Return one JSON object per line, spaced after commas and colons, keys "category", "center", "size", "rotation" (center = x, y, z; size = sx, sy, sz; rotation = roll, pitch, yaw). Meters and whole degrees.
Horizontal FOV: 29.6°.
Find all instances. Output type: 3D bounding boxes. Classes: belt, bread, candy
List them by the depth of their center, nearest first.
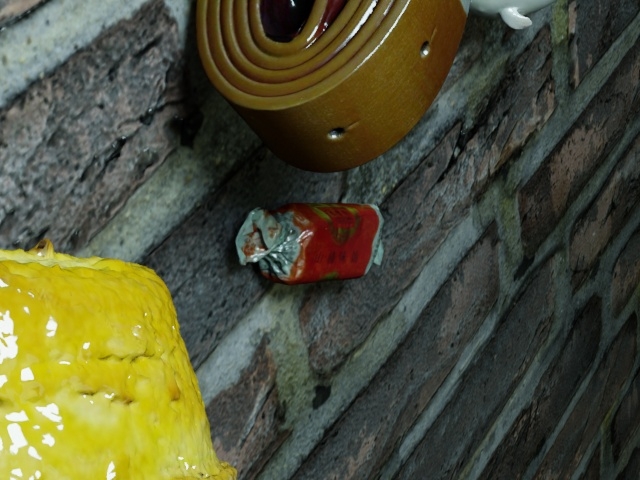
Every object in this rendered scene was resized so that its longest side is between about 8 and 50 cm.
{"category": "bread", "center": [-0.237, 0.107, 0.669], "size": [0.358, 0.336, 0.204], "rotation": [-4, 82, -60]}
{"category": "belt", "center": [0.020, -0.232, 1.020], "size": [0.122, 0.217, 0.339], "rotation": [48, 53, -54]}
{"category": "candy", "center": [0.001, 0.001, 1.246], "size": [0.292, 0.059, 0.086], "rotation": [-3, 106, -58]}

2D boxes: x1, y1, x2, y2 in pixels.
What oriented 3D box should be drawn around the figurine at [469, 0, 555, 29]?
{"category": "figurine", "center": [0.213, -0.376, 1.183], "size": [0.394, 0.274, 0.227], "rotation": [53, 28, -70]}
